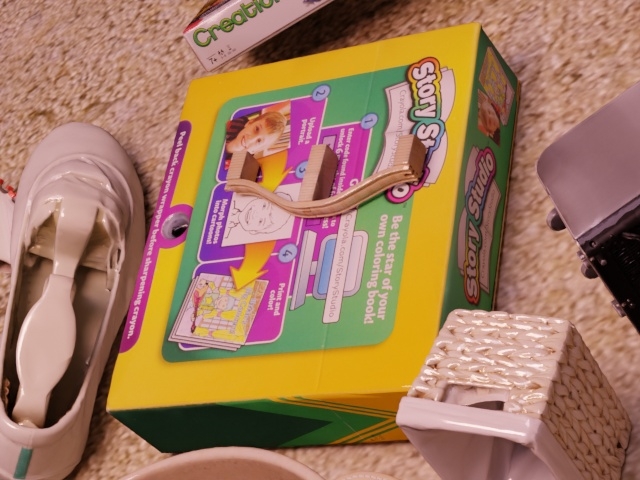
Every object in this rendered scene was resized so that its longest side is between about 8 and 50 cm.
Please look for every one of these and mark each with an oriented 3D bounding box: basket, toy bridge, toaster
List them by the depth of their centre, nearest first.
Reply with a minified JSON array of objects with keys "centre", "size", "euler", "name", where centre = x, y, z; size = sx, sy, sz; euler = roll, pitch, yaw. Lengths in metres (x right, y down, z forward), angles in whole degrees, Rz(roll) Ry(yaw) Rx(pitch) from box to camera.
[{"centre":[0.148,0.134,1.030],"size":[0.113,0.167,0.103],"euler":[4,56,34],"name":"basket"},{"centre":[0.271,-0.031,1.056],"size":[0.186,0.168,0.110],"euler":[-36,46,8],"name":"toaster"},{"centre":[-0.003,-0.051,1.201],"size":[0.188,0.026,0.063],"euler":[-4,59,30],"name":"toy bridge"}]

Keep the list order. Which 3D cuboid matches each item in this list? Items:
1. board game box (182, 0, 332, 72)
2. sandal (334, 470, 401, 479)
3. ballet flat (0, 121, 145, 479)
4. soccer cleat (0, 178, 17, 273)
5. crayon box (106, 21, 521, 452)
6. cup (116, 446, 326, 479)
[{"centre":[0.014,-0.283,1.415],"size":[0.305,0.053,0.193],"euler":[-29,15,13],"name":"board game box"},{"centre":[0.059,0.243,1.069],"size":[0.088,0.079,0.240],"euler":[-43,47,0],"name":"sandal"},{"centre":[-0.243,0.037,1.360],"size":[0.139,0.139,0.400],"euler":[-10,58,28],"name":"ballet flat"},{"centre":[-0.334,-0.009,1.510],"size":[0.076,0.068,0.196],"euler":[-50,50,-1],"name":"soccer cleat"},{"centre":[0.000,0.000,1.256],"size":[0.313,0.106,0.363],"euler":[-7,56,28],"name":"crayon box"},{"centre":[-0.062,0.341,0.953],"size":[0.331,0.237,0.331],"euler":[-21,38,18],"name":"cup"}]
